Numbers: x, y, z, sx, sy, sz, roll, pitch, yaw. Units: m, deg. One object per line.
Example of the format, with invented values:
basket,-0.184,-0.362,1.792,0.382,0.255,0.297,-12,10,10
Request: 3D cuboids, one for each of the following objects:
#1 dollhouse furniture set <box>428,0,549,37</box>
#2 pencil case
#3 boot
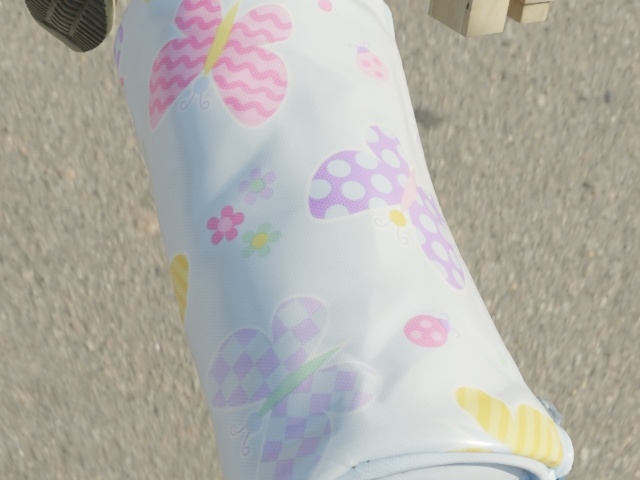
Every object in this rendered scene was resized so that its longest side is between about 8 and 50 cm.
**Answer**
dollhouse furniture set,0.210,-0.355,1.536,0.355,0.174,0.303,-12,35,-32
pencil case,0.000,0.000,0.603,0.124,0.113,0.273,-21,57,3
boot,-0.153,-0.234,1.151,0.077,0.198,0.137,34,65,-6
